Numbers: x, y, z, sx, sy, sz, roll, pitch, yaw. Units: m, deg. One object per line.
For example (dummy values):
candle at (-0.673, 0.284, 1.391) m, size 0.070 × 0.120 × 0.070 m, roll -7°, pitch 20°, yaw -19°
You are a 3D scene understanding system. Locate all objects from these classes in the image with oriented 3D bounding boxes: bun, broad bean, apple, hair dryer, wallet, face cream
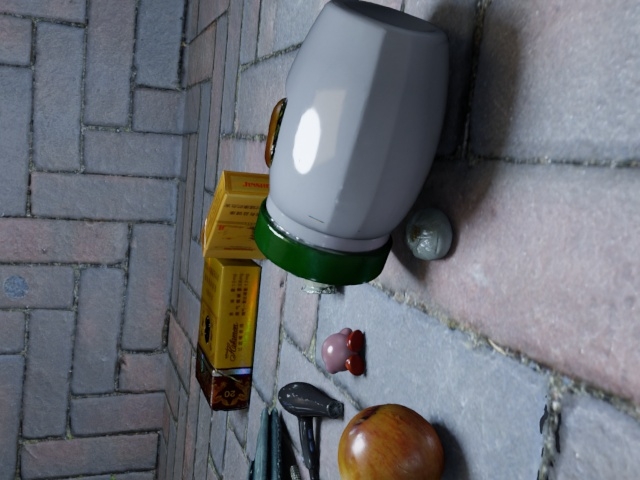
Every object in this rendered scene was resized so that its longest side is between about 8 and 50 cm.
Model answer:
bun at (0.146, -0.009, 0.859) m, size 0.083 × 0.045 × 0.083 m, roll 177°, pitch 90°, yaw -67°
broad bean at (-0.081, -0.242, 1.411) m, size 0.114 × 0.085 × 0.165 m, roll 135°, pitch 139°, yaw -66°
apple at (0.091, 0.285, 0.832) m, size 0.146 × 0.147 × 0.146 m, roll -177°, pitch 90°, yaw -68°
hair dryer at (-0.012, 0.391, 1.218) m, size 0.196 × 0.075 × 0.218 m, roll -6°, pitch 93°, yaw 59°
wallet at (-0.128, 0.559, 1.353) m, size 0.342 × 0.075 × 0.237 m, roll -102°, pitch 19°, yaw -66°
face cream at (0.044, -0.136, 0.875) m, size 0.312 × 0.220 × 0.356 m, roll -92°, pitch 16°, yaw -62°

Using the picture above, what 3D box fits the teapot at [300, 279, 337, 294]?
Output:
teapot at (0.000, 0.000, 1.187) m, size 0.107 × 0.077 × 0.200 m, roll -164°, pitch 78°, yaw -72°

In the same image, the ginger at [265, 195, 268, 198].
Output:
ginger at (-0.046, -0.058, 1.286) m, size 0.073 × 0.103 × 0.162 m, roll -60°, pitch 33°, yaw 8°

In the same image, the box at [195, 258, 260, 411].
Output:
box at (-0.273, 0.248, 1.794) m, size 0.264 × 0.116 × 0.414 m, roll -154°, pitch 69°, yaw -65°

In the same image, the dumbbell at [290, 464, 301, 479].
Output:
dumbbell at (-0.024, 0.531, 1.147) m, size 0.254 × 0.110 × 0.110 m, roll -111°, pitch 31°, yaw -51°

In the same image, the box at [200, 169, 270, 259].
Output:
box at (-0.180, -0.054, 1.513) m, size 0.274 × 0.175 × 0.076 m, roll 122°, pitch 145°, yaw -51°

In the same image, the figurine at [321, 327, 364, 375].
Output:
figurine at (0.036, 0.192, 1.085) m, size 0.071 × 0.067 × 0.083 m, roll -7°, pitch 63°, yaw 48°
